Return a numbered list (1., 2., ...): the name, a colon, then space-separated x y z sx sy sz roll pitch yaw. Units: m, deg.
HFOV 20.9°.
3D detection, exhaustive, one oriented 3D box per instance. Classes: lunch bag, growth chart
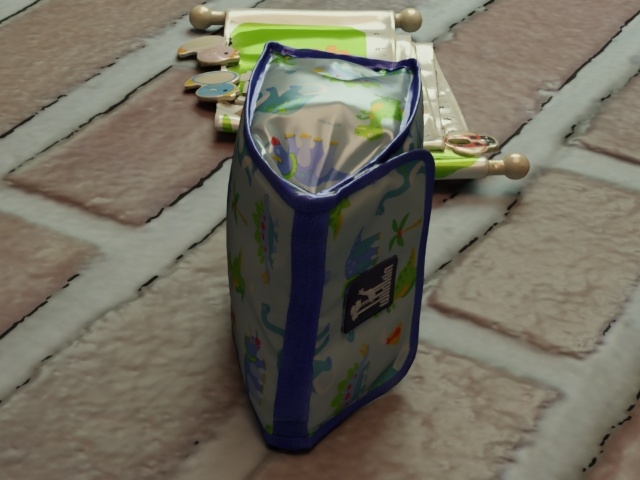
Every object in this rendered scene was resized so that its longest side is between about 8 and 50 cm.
1. lunch bag: 0.000 0.000 0.772 0.096 0.129 0.151 7 30 5
2. growth chart: 0.008 -0.089 1.027 0.172 0.021 0.237 -4 31 -12
